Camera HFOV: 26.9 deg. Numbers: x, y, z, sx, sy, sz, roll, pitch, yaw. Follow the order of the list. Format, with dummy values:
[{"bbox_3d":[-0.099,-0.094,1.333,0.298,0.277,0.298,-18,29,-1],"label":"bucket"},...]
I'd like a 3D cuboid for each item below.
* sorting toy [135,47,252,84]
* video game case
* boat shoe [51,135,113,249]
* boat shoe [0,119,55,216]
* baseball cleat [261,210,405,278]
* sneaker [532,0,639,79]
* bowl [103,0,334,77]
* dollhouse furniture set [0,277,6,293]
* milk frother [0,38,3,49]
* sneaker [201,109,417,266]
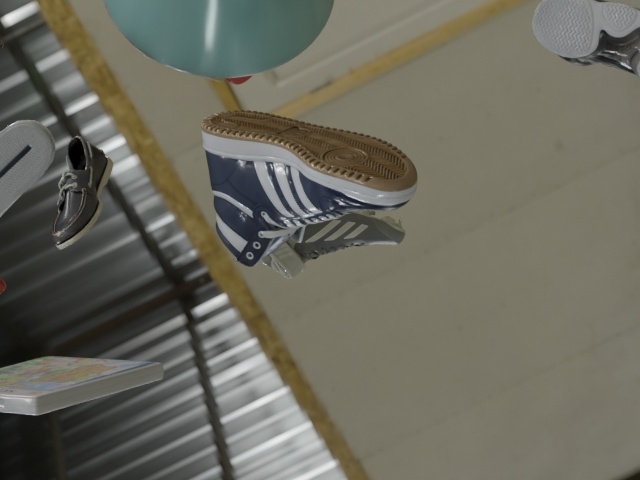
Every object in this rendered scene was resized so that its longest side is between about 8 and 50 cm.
[{"bbox_3d":[-0.138,-0.372,2.144,0.089,0.257,0.255,36,-168,22],"label":"sorting toy"},{"bbox_3d":[-0.324,0.167,1.571,0.212,0.193,0.023,-10,-82,-56],"label":"video game case"},{"bbox_3d":[-0.332,-0.066,1.792,0.065,0.075,0.206,51,-155,-28],"label":"boat shoe"},{"bbox_3d":[-0.506,-0.040,1.880,0.121,0.335,0.119,53,172,-8],"label":"boat shoe"},{"bbox_3d":[0.000,0.000,1.610,0.072,0.205,0.110,177,107,-72],"label":"baseball cleat"},{"bbox_3d":[0.420,-0.271,1.824,0.153,0.268,0.101,-42,-31,-79],"label":"sneaker"},{"bbox_3d":[-0.123,-0.377,1.681,0.163,0.311,0.312,108,140,-64],"label":"bowl"},{"bbox_3d":[-0.447,0.113,1.268,0.152,0.201,0.374,39,-138,-13],"label":"dollhouse furniture set"},{"bbox_3d":[-0.484,-0.326,1.760,0.129,0.143,0.135,-88,7,-46],"label":"milk frother"},{"bbox_3d":[-0.012,-0.038,1.418,0.282,0.099,0.153,19,121,39],"label":"sneaker"}]
